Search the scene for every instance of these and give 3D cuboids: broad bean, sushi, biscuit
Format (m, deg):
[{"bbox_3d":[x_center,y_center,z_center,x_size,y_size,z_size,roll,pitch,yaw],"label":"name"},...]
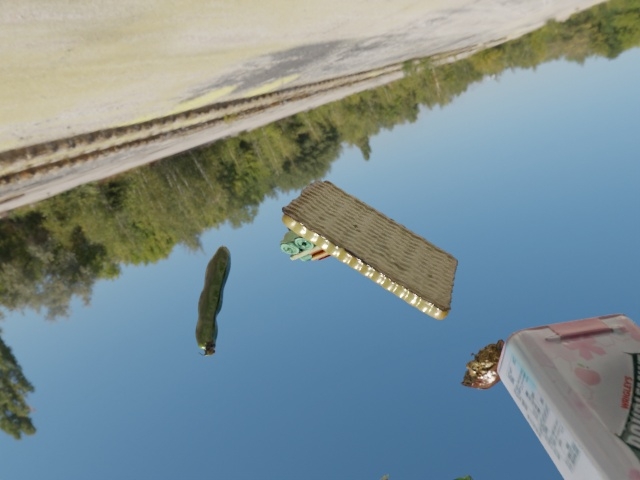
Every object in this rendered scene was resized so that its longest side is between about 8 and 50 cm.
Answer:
[{"bbox_3d":[-0.219,0.117,0.892,0.065,0.046,0.255,-31,-136,37],"label":"broad bean"},{"bbox_3d":[0.299,0.226,0.796,0.118,0.060,0.061,-61,-171,10],"label":"sushi"},{"bbox_3d":[0.075,0.003,0.624,0.029,0.254,0.172,-61,173,30],"label":"biscuit"}]

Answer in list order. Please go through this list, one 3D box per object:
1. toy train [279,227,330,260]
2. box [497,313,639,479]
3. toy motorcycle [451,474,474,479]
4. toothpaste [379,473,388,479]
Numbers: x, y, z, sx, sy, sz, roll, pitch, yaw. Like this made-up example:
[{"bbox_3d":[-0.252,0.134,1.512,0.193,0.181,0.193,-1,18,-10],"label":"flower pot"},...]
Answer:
[{"bbox_3d":[0.000,0.000,0.884,0.175,0.118,0.074,-25,-139,44],"label":"toy train"},{"bbox_3d":[0.362,0.244,0.454,0.190,0.112,0.370,-8,-145,-5],"label":"box"},{"bbox_3d":[0.315,0.596,1.036,0.106,0.190,0.074,-5,-128,-8],"label":"toy motorcycle"},{"bbox_3d":[0.117,0.674,1.134,0.216,0.037,0.062,-61,179,33],"label":"toothpaste"}]
